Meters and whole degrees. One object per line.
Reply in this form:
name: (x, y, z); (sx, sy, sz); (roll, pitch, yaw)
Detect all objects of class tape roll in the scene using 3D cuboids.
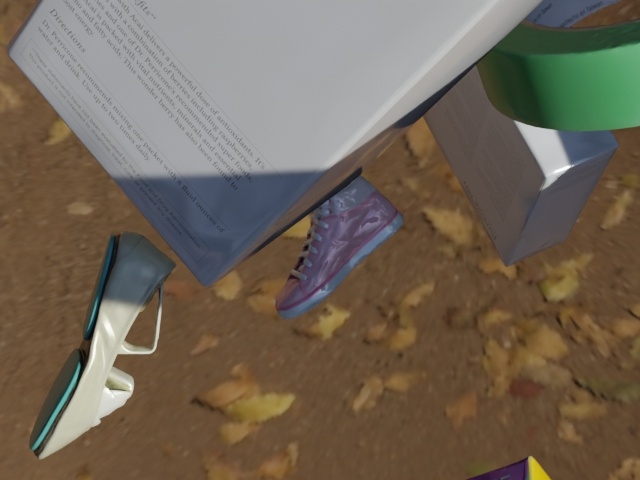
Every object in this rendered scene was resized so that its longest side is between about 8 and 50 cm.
tape roll: (0.291, -0.212, 1.307); (0.321, 0.321, 0.077); (-20, 117, 6)

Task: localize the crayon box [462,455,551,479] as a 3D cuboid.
crayon box: (0.198, 0.405, 1.121); (0.106, 0.363, 0.313); (-25, 125, 23)

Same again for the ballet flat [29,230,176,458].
ballet flat: (-0.207, 0.112, 1.430); (0.086, 0.086, 0.248); (25, 104, 3)

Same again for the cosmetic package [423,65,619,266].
cosmetic package: (0.182, -0.190, 1.674); (0.097, 0.284, 0.377); (-23, 73, -12)

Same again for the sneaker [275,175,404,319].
sneaker: (0.000, 0.000, 1.213); (0.134, 0.051, 0.070); (-42, 109, -9)

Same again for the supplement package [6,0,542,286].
supplement package: (0.006, -0.145, 0.751); (0.177, 0.175, 0.293); (50, 133, 2)
